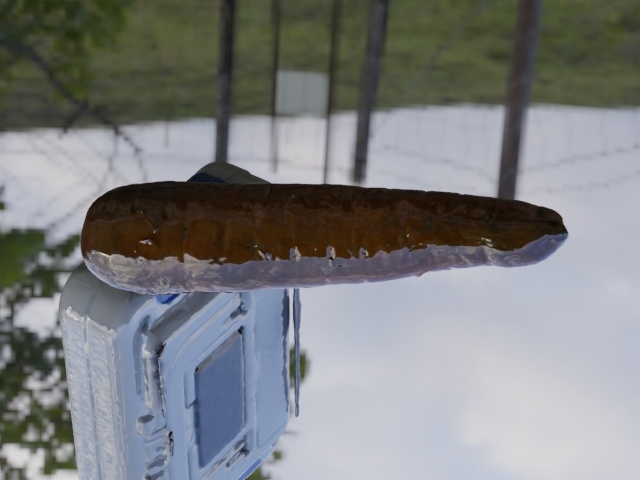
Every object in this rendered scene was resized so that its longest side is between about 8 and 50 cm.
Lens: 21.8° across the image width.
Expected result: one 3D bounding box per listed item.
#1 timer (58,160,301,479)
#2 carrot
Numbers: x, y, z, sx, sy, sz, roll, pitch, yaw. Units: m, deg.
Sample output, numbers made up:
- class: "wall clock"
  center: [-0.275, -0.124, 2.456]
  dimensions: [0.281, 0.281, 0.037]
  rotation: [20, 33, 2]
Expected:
- class: "timer"
  center: [-0.086, 0.089, 1.106]
  dimensions: [0.078, 0.253, 0.178]
  rotation: [24, -135, 25]
- class: "carrot"
  center: [0.000, 0.000, 0.632]
  dimensions: [0.191, 0.047, 0.047]
  rotation: [1, -166, 15]
